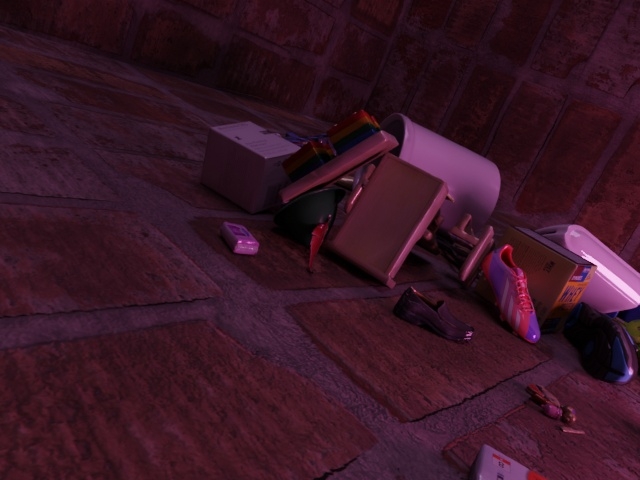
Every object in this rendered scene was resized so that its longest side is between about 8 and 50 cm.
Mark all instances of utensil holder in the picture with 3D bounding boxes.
[{"bbox_3d":[0.352,-0.197,1.819,0.385,0.328,0.327,21,17,-18],"label":"utensil holder"}]

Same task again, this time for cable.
[{"bbox_3d":[0.404,0.051,1.632,0.139,0.072,0.287,-1,16,-38],"label":"cable"}]

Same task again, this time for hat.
[{"bbox_3d":[0.000,0.000,1.222,0.208,0.173,0.183,-15,71,-32],"label":"hat"}]

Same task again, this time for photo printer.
[{"bbox_3d":[0.706,0.080,1.528,0.307,0.107,0.256,38,-22,-7],"label":"photo printer"}]

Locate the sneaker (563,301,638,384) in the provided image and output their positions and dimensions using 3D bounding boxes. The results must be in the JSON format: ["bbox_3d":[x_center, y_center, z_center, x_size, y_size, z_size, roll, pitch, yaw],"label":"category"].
[{"bbox_3d":[0.690,0.244,1.275,0.139,0.125,0.341,27,18,5],"label":"sneaker"}]

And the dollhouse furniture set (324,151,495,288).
[{"bbox_3d":[0.204,-0.008,1.357,0.362,0.256,0.394,32,-2,23],"label":"dollhouse furniture set"}]

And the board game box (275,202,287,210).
[{"bbox_3d":[-0.050,-0.084,1.449,0.103,0.026,0.154,32,19,25],"label":"board game box"}]

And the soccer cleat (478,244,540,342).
[{"bbox_3d":[0.463,0.123,1.294,0.083,0.095,0.248,14,42,-32],"label":"soccer cleat"}]

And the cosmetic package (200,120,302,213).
[{"bbox_3d":[-0.171,-0.184,1.336,0.183,0.151,0.151,31,31,22],"label":"cosmetic package"}]

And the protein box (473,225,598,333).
[{"bbox_3d":[0.545,0.098,1.388,0.136,0.200,0.201,4,26,-43],"label":"protein box"}]

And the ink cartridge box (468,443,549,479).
[{"bbox_3d":[0.234,0.320,0.602,0.145,0.045,0.179,27,15,13],"label":"ink cartridge box"}]

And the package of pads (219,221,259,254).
[{"bbox_3d":[-0.160,-0.003,1.062,0.050,0.032,0.083,12,21,-37],"label":"package of pads"}]

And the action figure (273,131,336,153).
[{"bbox_3d":[-0.025,-0.210,1.517,0.341,0.179,0.330,-1,7,8],"label":"action figure"}]

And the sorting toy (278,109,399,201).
[{"bbox_3d":[0.034,-0.194,1.230,0.089,0.255,0.257,61,15,0],"label":"sorting toy"}]

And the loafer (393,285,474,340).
[{"bbox_3d":[0.234,0.147,1.075,0.170,0.061,0.062,22,16,-7],"label":"loafer"}]

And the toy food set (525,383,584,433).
[{"bbox_3d":[0.408,0.288,0.957,0.078,0.019,0.122,15,19,-26],"label":"toy food set"}]

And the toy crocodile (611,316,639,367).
[{"bbox_3d":[0.838,0.302,1.351,0.115,0.105,0.340,62,-4,-30],"label":"toy crocodile"}]

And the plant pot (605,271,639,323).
[{"bbox_3d":[0.967,0.220,1.543,0.236,0.236,0.212,10,16,-35],"label":"plant pot"}]

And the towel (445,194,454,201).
[{"bbox_3d":[0.285,-0.116,1.323,0.060,0.009,0.083,34,-2,-25],"label":"towel"}]

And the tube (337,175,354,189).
[{"bbox_3d":[0.137,-0.205,2.010,0.240,0.062,0.070,17,-26,-4],"label":"tube"}]
